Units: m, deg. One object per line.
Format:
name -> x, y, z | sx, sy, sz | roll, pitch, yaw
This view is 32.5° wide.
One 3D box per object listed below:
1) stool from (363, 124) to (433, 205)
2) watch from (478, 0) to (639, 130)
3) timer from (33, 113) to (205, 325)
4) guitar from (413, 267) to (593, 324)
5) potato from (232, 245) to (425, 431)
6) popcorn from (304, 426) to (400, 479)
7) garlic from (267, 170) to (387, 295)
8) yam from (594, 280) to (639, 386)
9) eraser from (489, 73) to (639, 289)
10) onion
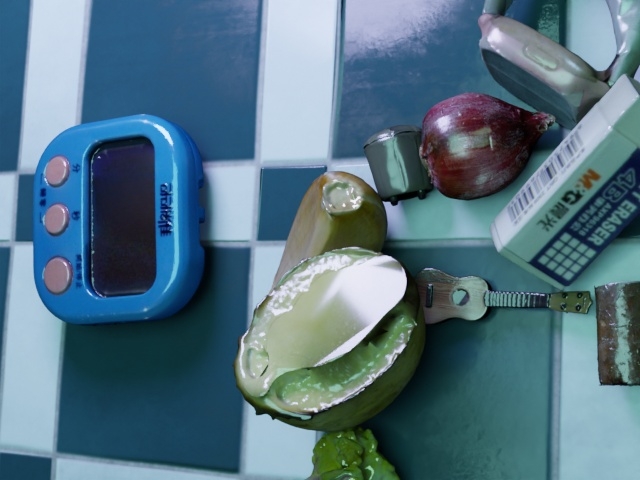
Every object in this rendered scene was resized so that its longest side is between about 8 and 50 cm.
stool -> 0.118, -0.111, 1.627 | 0.096, 0.096, 0.110 | -16, 82, 23
watch -> 0.349, -0.310, 1.527 | 0.253, 0.162, 0.241 | 37, 87, 22
timer -> -0.332, -0.029, 1.819 | 0.309, 0.115, 0.340 | -6, 81, 26
guitar -> 0.257, 0.084, 1.563 | 0.271, 0.038, 0.084 | 1, 84, 28
potato -> 0.030, 0.161, 1.561 | 0.242, 0.242, 0.285 | 35, 81, 25
popcorn -> 0.045, 0.343, 1.593 | 0.126, 0.126, 0.145 | -5, 98, 50
garlic -> 0.005, 0.001, 1.630 | 0.145, 0.164, 0.245 | 41, 120, 15
yam -> 0.404, 0.127, 1.465 | 0.079, 0.079, 0.141 | -6, 79, 25
eraser -> 0.360, -0.073, 1.454 | 0.124, 0.081, 0.279 | 30, 116, -18
onion -> 0.236, -0.138, 1.544 | 0.195, 0.159, 0.159 | -15, 77, 9
